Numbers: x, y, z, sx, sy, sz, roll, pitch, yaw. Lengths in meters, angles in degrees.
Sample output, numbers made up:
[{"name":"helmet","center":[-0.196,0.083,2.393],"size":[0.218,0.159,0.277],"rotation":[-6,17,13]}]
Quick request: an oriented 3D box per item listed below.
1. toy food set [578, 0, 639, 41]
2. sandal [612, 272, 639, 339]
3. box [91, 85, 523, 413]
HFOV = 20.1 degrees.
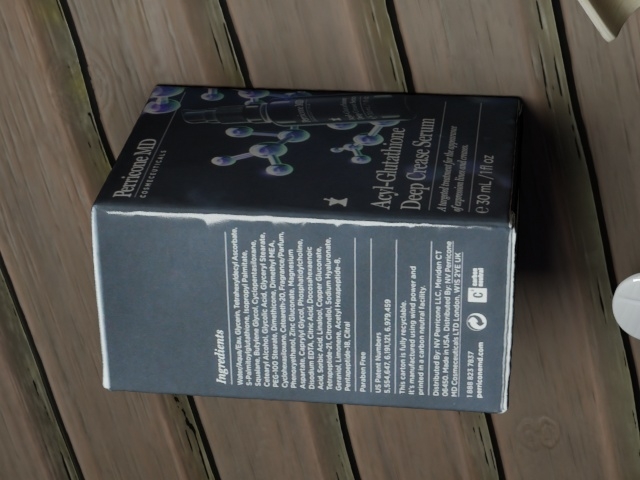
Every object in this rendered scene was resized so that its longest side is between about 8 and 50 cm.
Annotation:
[{"name":"toy food set","center":[0.337,-0.348,1.655],"size":[0.306,0.092,0.220],"rotation":[-30,110,22]},{"name":"sandal","center":[0.423,0.051,1.907],"size":[0.265,0.076,0.102],"rotation":[1,136,-16]},{"name":"box","center":[0.000,0.000,1.806],"size":[0.395,0.293,0.212],"rotation":[2,118,6]}]
